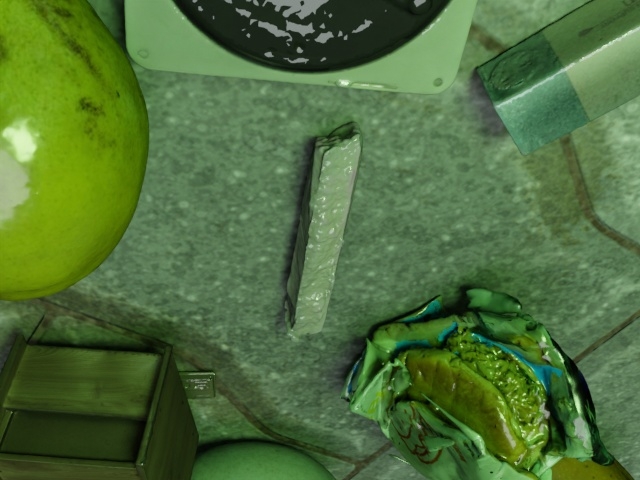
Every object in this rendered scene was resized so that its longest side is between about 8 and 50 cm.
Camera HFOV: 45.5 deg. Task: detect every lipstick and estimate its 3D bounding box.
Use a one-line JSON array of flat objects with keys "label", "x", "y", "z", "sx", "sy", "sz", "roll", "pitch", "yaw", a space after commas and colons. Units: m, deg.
[{"label": "lipstick", "x": 0.286, "y": -0.181, "z": 0.608, "sx": 0.317, "sy": 0.066, "sz": 0.068, "roll": -28, "pitch": 129, "yaw": 19}]

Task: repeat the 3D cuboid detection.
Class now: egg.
[{"label": "egg", "x": -0.080, "y": 0.346, "z": 0.981, "sx": 0.236, "sy": 0.169, "sz": 0.169, "roll": 12, "pitch": 130, "yaw": -17}]

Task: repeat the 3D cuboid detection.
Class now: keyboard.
[{"label": "keyboard", "x": -0.192, "y": 0.175, "z": 0.921, "sx": 0.129, "sy": 0.015, "sz": 0.049, "roll": -1, "pitch": 137, "yaw": -6}]

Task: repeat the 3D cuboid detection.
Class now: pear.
[{"label": "pear", "x": -0.230, "y": -0.080, "z": 0.556, "sx": 0.212, "sy": 0.212, "sz": 0.269, "roll": -2, "pitch": 124, "yaw": -4}]

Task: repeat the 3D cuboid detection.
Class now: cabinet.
[{"label": "cabinet", "x": -0.244, "y": 0.221, "z": 0.845, "sx": 0.175, "sy": 0.148, "sz": 0.215, "roll": 3, "pitch": 139, "yaw": 4}]

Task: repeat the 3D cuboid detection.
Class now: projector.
[{"label": "projector", "x": -0.005, "y": -0.228, "z": 0.526, "sx": 0.257, "sy": 0.079, "sz": 0.259, "roll": 3, "pitch": 130, "yaw": -7}]

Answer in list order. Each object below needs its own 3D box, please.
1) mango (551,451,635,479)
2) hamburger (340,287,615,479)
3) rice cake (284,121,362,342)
[{"label": "mango", "x": 0.292, "y": 0.317, "z": 1.011, "sx": 0.329, "sy": 0.175, "sz": 0.176, "roll": 42, "pitch": 94, "yaw": -13}, {"label": "hamburger", "x": 0.149, "y": 0.192, "z": 0.823, "sx": 0.260, "sy": 0.150, "sz": 0.276, "roll": 50, "pitch": 138, "yaw": 7}, {"label": "rice cake", "x": -0.001, "y": 0.000, "z": 0.754, "sx": 0.049, "sy": 0.055, "sz": 0.270, "roll": -4, "pitch": 133, "yaw": -17}]
